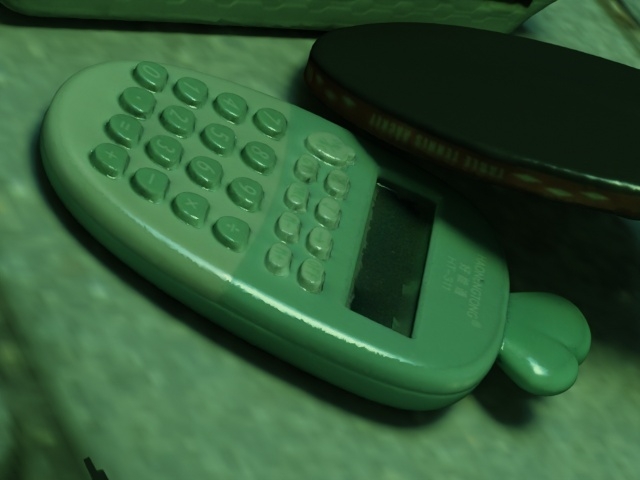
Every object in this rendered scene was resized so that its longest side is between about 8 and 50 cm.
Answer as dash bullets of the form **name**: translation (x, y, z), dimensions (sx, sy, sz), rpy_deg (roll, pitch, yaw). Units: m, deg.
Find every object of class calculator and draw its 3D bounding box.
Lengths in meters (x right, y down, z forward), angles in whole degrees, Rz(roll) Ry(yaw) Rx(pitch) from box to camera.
- **calculator**: translation (0.000, 0.000, 0.500), dimensions (0.153, 0.021, 0.095), rpy_deg (28, 32, -9)

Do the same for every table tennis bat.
- **table tennis bat**: translation (0.095, -0.024, 0.545), dimensions (0.220, 0.019, 0.130), rpy_deg (22, 23, 29)

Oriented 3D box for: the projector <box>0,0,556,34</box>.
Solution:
- **projector**: translation (-0.032, -0.168, 0.614), dimensions (0.250, 0.108, 0.198), rpy_deg (-3, 47, -44)
